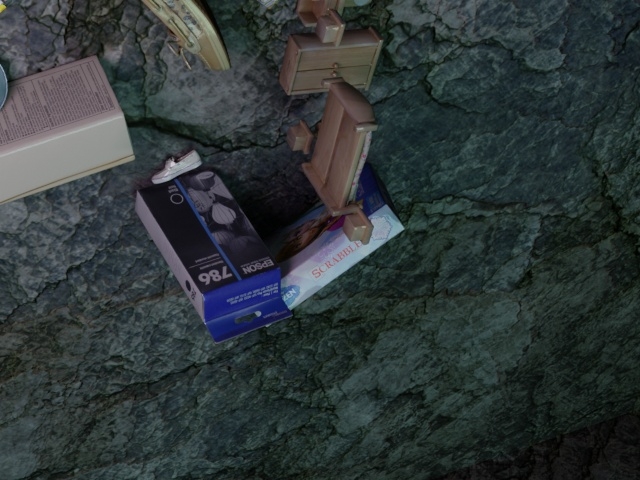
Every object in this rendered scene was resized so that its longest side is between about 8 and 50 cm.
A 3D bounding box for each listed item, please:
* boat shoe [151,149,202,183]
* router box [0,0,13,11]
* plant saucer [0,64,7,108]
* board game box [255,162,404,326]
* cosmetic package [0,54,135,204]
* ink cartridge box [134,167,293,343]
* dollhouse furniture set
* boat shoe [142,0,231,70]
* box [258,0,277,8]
[{"bbox_3d":[-0.269,-0.138,2.084,0.100,0.035,0.035,-23,113,5],"label":"boat shoe"},{"bbox_3d":[-0.534,-0.367,1.576,0.133,0.046,0.179,-38,120,10],"label":"router box"},{"bbox_3d":[-0.544,-0.239,1.746,0.119,0.021,0.119,-2,98,-16],"label":"plant saucer"},{"bbox_3d":[0.000,0.000,2.209,0.318,0.319,0.066,-36,106,7],"label":"board game box"},{"bbox_3d":[-0.471,-0.166,1.808,0.309,0.160,0.113,-20,143,-11],"label":"cosmetic package"},{"bbox_3d":[-0.191,0.020,2.048,0.165,0.333,0.065,-20,150,-29],"label":"ink cartridge box"},{"bbox_3d":[0.085,-0.229,1.943,0.173,0.356,0.303,-10,138,-26],"label":"dollhouse furniture set"},{"bbox_3d":[-0.232,-0.368,1.790,0.089,0.105,0.285,-29,133,6],"label":"boat shoe"},{"bbox_3d":[-0.052,-0.460,1.832,0.169,0.054,0.059,-44,141,17],"label":"box"}]
